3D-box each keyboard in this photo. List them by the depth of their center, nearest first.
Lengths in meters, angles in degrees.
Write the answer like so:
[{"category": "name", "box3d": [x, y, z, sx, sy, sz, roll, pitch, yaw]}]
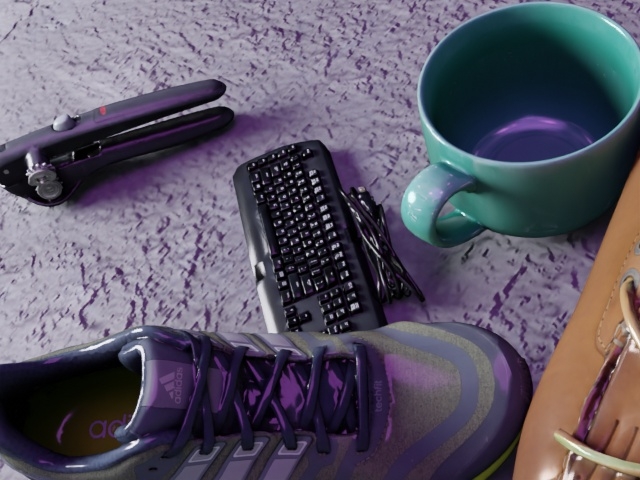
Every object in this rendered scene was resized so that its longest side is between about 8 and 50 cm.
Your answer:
[{"category": "keyboard", "box3d": [0.000, 0.000, 0.590, 0.100, 0.038, 0.192, -19, 54, 2]}]

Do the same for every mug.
[{"category": "mug", "box3d": [0.117, -0.062, 0.563, 0.157, 0.097, 0.129, -17, 54, 5]}]

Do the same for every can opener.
[{"category": "can opener", "box3d": [-0.155, -0.079, 0.674, 0.186, 0.059, 0.073, -19, 53, 3]}]

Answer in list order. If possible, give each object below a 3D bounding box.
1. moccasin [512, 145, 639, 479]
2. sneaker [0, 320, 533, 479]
[{"category": "moccasin", "box3d": [0.191, 0.057, 0.412, 0.139, 0.147, 0.380, 29, 68, 0]}, {"category": "sneaker", "box3d": [-0.041, 0.093, 0.477, 0.299, 0.121, 0.111, -10, 66, 11]}]
